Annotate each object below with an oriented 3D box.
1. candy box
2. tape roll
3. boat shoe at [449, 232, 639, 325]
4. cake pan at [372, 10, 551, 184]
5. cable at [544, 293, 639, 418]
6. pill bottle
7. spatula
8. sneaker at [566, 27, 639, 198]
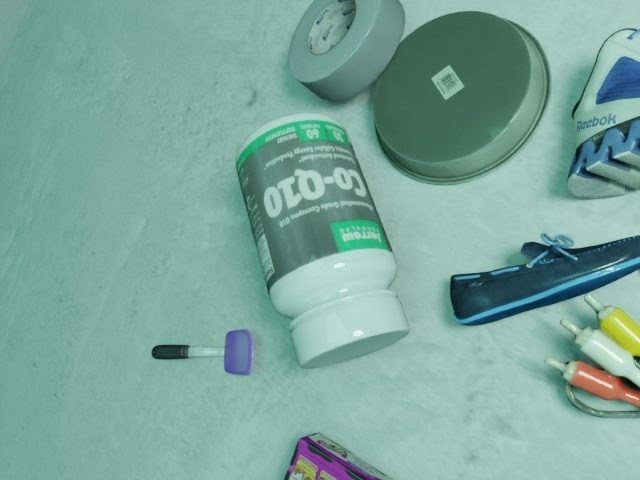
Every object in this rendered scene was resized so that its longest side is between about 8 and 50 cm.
[{"bbox_3d":[0.004,0.446,0.751,0.159,0.071,0.234,21,90,33],"label":"candy box"},{"bbox_3d":[0.042,-0.363,0.875,0.219,0.072,0.220,-21,58,38],"label":"tape roll"},{"bbox_3d":[0.287,0.038,0.647,0.258,0.109,0.089,-23,65,24],"label":"boat shoe"},{"bbox_3d":[0.209,-0.238,0.787,0.292,0.054,0.294,-8,75,30],"label":"cake pan"},{"bbox_3d":[0.405,0.189,0.559,0.287,0.072,0.140,33,103,32],"label":"cable"},{"bbox_3d":[0.000,0.000,0.775,0.204,0.204,0.361,-28,66,24],"label":"pill bottle"},{"bbox_3d":[-0.241,0.222,0.978,0.296,0.030,0.084,-7,75,31],"label":"spatula"},{"bbox_3d":[0.417,-0.193,0.565,0.315,0.127,0.183,-34,50,54],"label":"sneaker"}]
